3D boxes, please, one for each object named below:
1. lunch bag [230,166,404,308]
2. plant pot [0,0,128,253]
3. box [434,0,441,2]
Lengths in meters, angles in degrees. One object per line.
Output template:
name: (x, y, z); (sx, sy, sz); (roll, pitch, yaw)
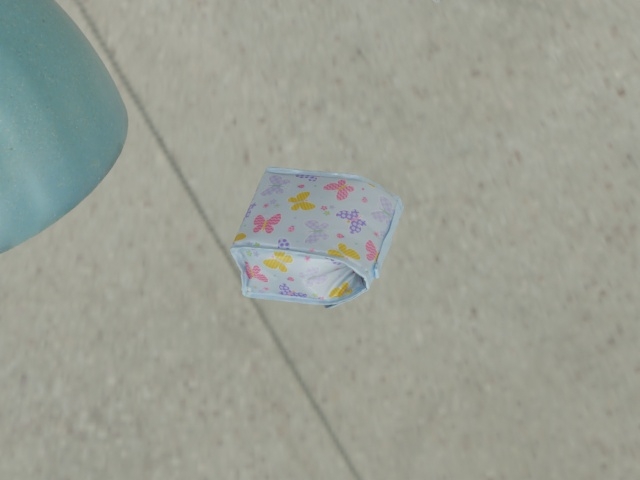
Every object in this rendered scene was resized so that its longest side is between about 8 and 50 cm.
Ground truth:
lunch bag: (0.000, 0.000, 1.099); (0.083, 0.071, 0.053); (3, 137, 18)
plant pot: (-0.316, -0.131, 1.491); (0.290, 0.290, 0.195); (-15, 125, 4)
box: (0.020, -0.226, 0.908); (0.114, 0.103, 0.203); (-44, 83, 5)
